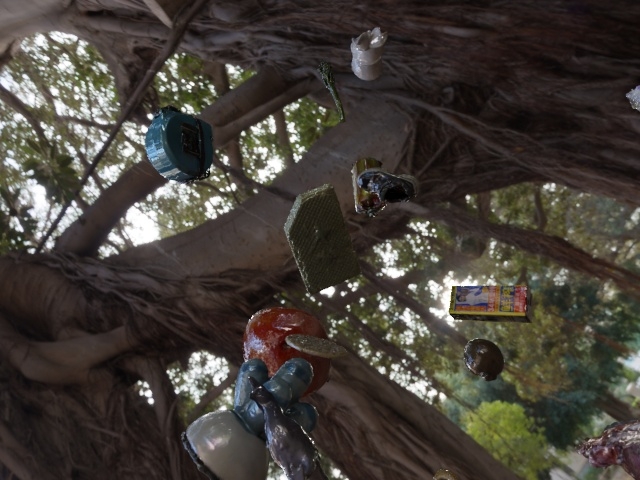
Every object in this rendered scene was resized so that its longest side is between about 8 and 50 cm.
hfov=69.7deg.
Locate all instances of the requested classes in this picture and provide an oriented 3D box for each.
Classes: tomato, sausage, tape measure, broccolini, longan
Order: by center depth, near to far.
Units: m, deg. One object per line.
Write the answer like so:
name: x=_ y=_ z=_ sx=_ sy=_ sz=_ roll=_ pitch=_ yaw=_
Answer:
tape measure: x=-0.266 y=-0.178 z=0.870 sx=0.125 sy=0.080 sz=0.146 roll=13 pitch=-113 yaw=-57
longan: x=0.429 y=0.316 z=1.204 sx=0.106 sy=0.119 sz=0.106 roll=0 pitch=-51 yaw=0
tomato: x=-0.130 y=0.386 z=1.493 sx=0.143 sy=0.338 sz=0.339 roll=-39 pitch=-33 yaw=-60
broccolini: x=0.042 y=-0.497 z=1.545 sx=0.054 sy=0.239 sz=0.051 roll=-12 pitch=-17 yaw=-14
sausage: x=0.176 y=-0.185 z=1.694 sx=0.125 sy=0.318 sz=0.117 roll=4 pitch=-50 yaw=-2

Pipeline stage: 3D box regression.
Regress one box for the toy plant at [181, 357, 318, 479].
toy plant: x=-0.141 y=0.424 z=1.126 sx=0.332 sy=0.247 sz=0.247 roll=-47 pitch=-37 yaw=-16

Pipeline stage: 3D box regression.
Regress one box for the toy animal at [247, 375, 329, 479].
toy animal: x=-0.038 y=0.424 z=0.873 sx=0.081 sy=0.367 sz=0.206 roll=-38 pitch=-4 yaw=-1

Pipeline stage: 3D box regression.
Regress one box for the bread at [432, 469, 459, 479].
bread: x=0.255 y=0.613 z=0.977 sx=0.081 sy=0.134 sz=0.225 roll=13 pitch=-66 yaw=-11

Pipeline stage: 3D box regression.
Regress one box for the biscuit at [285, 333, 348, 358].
biscuit: x=-0.010 y=0.243 z=1.053 sx=0.152 sy=0.152 sz=0.020 roll=15 pitch=-92 yaw=-52

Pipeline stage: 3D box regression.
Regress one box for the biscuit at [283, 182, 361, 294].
biscuit: x=0.000 y=0.000 z=1.122 sx=0.150 sy=0.052 sz=0.253 roll=-21 pitch=-68 yaw=-5

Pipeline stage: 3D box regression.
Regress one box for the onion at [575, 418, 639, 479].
onion: x=0.372 y=0.178 z=0.352 sx=0.266 sy=0.159 sz=0.349 roll=-13 pitch=-33 yaw=-20

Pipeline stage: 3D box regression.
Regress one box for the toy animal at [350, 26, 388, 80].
toy animal: x=0.143 y=-0.590 z=1.375 sx=0.221 sy=0.103 sz=0.131 roll=79 pitch=-167 yaw=-80

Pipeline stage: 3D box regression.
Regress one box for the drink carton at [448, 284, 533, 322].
drink carton: x=0.368 y=0.137 z=1.000 sx=0.056 sy=0.165 sz=0.071 roll=43 pitch=-126 yaw=-43

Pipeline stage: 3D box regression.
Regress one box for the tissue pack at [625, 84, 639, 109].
tissue pack: x=0.495 y=-0.165 z=0.388 sx=0.338 sy=0.242 sz=0.160 roll=-47 pitch=-18 yaw=32

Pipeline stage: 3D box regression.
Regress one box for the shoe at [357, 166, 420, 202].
shoe: x=0.173 y=-0.136 z=1.210 sx=0.099 sy=0.168 sz=0.071 roll=-61 pitch=-22 yaw=-53
